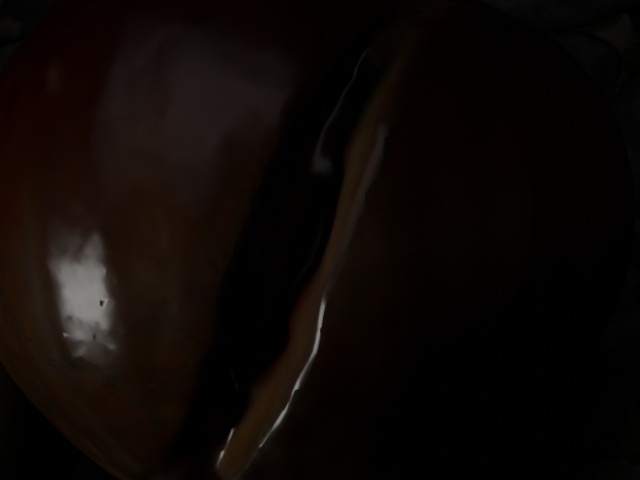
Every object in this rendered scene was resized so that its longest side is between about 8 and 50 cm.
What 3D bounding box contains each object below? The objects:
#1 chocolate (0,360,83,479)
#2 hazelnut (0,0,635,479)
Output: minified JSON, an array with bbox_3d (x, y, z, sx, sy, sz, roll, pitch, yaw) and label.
[{"bbox_3d":[-0.244,0.159,0.831,0.186,0.283,0.283,3,47,-2],"label":"chocolate"},{"bbox_3d":[0.000,0.000,0.796,0.359,0.359,0.409,23,20,32],"label":"hazelnut"}]
